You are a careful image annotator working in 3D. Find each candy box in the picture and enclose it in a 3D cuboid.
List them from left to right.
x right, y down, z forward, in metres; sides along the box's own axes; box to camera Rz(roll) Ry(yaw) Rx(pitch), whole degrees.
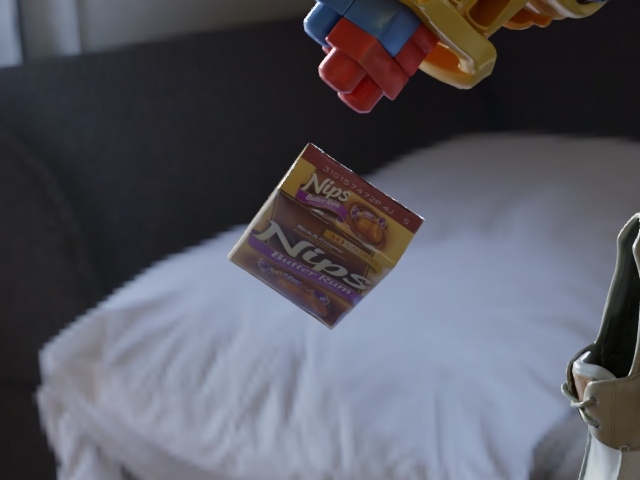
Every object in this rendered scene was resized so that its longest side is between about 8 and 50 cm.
[{"bbox_3d":[0.000,0.000,1.495,0.109,0.053,0.187,34,-24,-2],"label":"candy box"}]

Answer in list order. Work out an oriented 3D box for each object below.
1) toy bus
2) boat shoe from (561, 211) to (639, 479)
[{"bbox_3d":[0.079,-0.167,1.164,0.149,0.211,0.220,35,1,30],"label":"toy bus"},{"bbox_3d":[0.246,0.120,1.507,0.103,0.302,0.113,17,3,-18],"label":"boat shoe"}]
